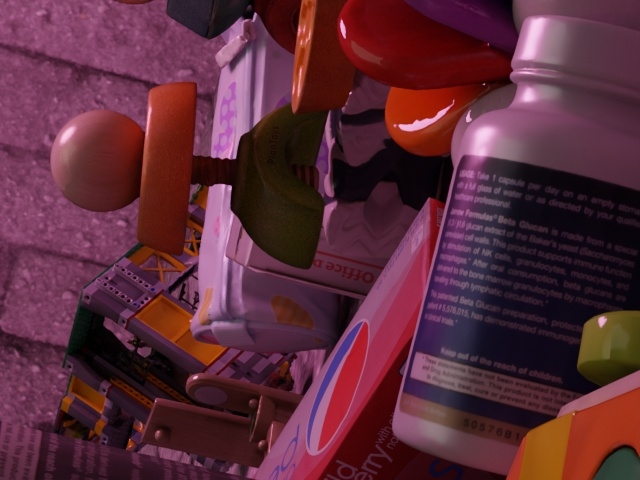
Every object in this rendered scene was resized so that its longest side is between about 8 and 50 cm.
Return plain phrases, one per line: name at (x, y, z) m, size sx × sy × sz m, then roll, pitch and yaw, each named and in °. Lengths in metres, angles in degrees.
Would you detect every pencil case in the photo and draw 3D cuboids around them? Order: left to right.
pencil case at (-0.033, -0.049, 1.479) m, size 0.124 × 0.113 × 0.273 m, roll 42°, pitch -130°, yaw -74°

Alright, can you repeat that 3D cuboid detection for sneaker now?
sneaker at (0.052, -0.112, 1.192) m, size 0.235 × 0.094 × 0.153 m, roll 99°, pitch 171°, yaw -54°

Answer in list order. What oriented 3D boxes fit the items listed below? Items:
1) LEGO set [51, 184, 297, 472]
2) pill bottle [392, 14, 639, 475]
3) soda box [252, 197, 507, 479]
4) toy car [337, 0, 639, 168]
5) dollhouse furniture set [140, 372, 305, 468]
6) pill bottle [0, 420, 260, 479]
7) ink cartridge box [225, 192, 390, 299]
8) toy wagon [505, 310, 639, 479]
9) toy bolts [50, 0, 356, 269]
LEGO set at (-0.087, 0.124, 1.646) m, size 0.255 × 0.192 × 0.331 m, roll -37°, pitch -24°, yaw -53°
pill bottle at (0.091, 0.005, 0.746) m, size 0.094 × 0.094 × 0.169 m, roll -171°, pitch 95°, yaw -82°
soda box at (0.025, 0.112, 0.901) m, size 0.263 × 0.083 × 0.092 m, roll -59°, pitch 15°, yaw 33°
toy car at (0.079, -0.108, 0.864) m, size 0.159 × 0.136 × 0.182 m, roll -85°, pitch 12°, yaw -49°
dollhouse furniture set at (-0.065, 0.179, 1.387) m, size 0.144 × 0.123 × 0.151 m, roll 114°, pitch 167°, yaw -51°
pill bottle at (-0.053, 0.172, 0.786) m, size 0.162 × 0.278 × 0.162 m, roll -166°, pitch 90°, yaw -82°
ink cartridge box at (0.000, 0.000, 1.320) m, size 0.181 × 0.104 × 0.061 m, roll -161°, pitch 85°, yaw -81°
toy wagon at (0.105, 0.133, 0.533) m, size 0.344 × 0.068 × 0.267 m, roll 132°, pitch 151°, yaw -73°
toy bolts at (-0.067, -0.127, 1.141) m, size 0.218 × 0.158 × 0.228 m, roll 104°, pitch 171°, yaw -51°
